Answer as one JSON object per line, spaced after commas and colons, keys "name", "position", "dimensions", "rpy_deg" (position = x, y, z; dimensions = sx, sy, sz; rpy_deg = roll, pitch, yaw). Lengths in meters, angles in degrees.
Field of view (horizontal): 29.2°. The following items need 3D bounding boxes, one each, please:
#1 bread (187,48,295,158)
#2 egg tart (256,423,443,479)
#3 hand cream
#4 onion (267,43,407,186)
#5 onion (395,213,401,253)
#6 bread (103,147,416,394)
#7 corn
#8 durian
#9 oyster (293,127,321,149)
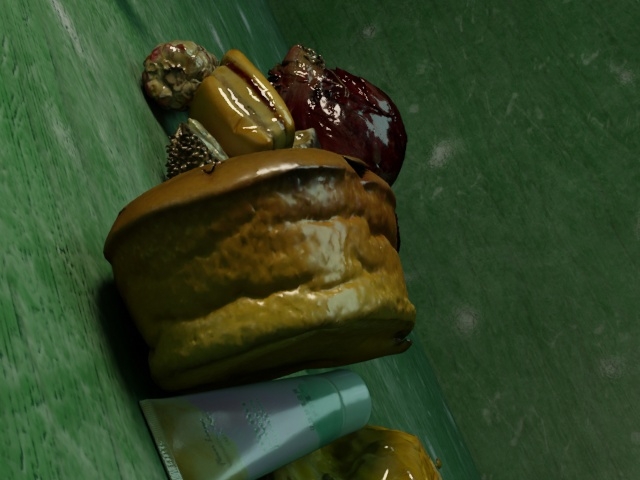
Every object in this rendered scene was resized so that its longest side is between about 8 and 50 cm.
{"name": "bread", "position": [-0.086, -0.097, 1.242], "dimensions": [0.116, 0.077, 0.200], "rpy_deg": [48, -24, 12]}
{"name": "egg tart", "position": [0.049, 0.248, 0.920], "dimensions": [0.319, 0.128, 0.319], "rpy_deg": [-24, 90, -83]}
{"name": "hand cream", "position": [-0.038, 0.124, 0.812], "dimensions": [0.174, 0.047, 0.076], "rpy_deg": [-8, 67, -46]}
{"name": "onion", "position": [0.016, -0.153, 1.859], "dimensions": [0.281, 0.221, 0.281], "rpy_deg": [58, 7, -11]}
{"name": "onion", "position": [-0.007, 0.010, 1.543], "dimensions": [0.135, 0.198, 0.173], "rpy_deg": [-54, 146, -38]}
{"name": "bread", "position": [-0.037, 0.023, 0.840], "dimensions": [0.269, 0.195, 0.143], "rpy_deg": [28, 45, -75]}
{"name": "corn", "position": [-0.145, -0.179, 1.339], "dimensions": [0.079, 0.079, 0.237], "rpy_deg": [63, 3, -7]}
{"name": "durian", "position": [-0.099, -0.045, 1.150], "dimensions": [0.140, 0.071, 0.110], "rpy_deg": [42, 10, -29]}
{"name": "oyster", "position": [-0.041, -0.035, 1.401], "dimensions": [0.166, 0.110, 0.341], "rpy_deg": [40, 37, -61]}
